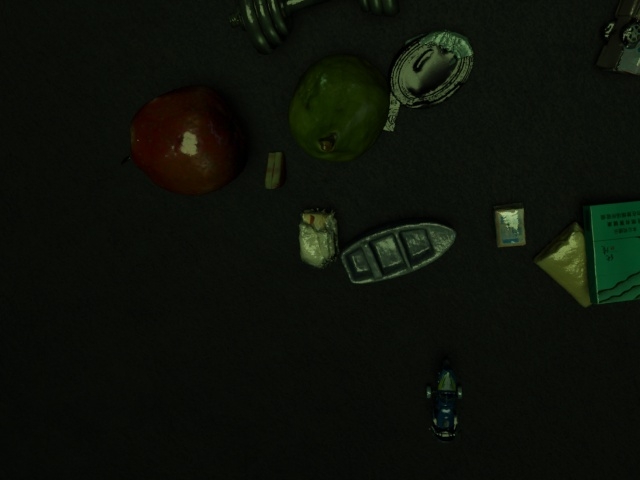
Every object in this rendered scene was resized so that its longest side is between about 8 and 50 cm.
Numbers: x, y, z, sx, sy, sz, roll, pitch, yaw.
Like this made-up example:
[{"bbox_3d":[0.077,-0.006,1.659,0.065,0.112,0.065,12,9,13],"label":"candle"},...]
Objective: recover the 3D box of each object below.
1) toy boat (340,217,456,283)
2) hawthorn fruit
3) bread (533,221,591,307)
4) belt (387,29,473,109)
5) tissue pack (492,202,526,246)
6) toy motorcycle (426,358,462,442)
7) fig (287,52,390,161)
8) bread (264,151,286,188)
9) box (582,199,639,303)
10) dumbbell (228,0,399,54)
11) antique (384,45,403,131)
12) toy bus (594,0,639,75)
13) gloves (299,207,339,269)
[{"bbox_3d":[0.192,0.017,1.527,0.283,0.078,0.127,-19,104,13],"label":"toy boat"},{"bbox_3d":[-0.326,-0.212,1.436,0.301,0.254,0.253,-19,105,16],"label":"hawthorn fruit"},{"bbox_3d":[0.622,0.062,1.492,0.178,0.060,0.139,39,109,-6],"label":"bread"},{"bbox_3d":[0.242,-0.382,1.381,0.199,0.078,0.151,-34,106,11],"label":"belt"},{"bbox_3d":[0.449,-0.036,1.484,0.074,0.058,0.094,-5,107,11],"label":"tissue pack"},{"bbox_3d":[0.322,0.429,1.615,0.092,0.135,0.254,1,109,7],"label":"toy motorcycle"},{"bbox_3d":[0.015,-0.277,1.346,0.233,0.314,0.232,16,120,31],"label":"fig"},{"bbox_3d":[-0.108,-0.159,1.523,0.043,0.108,0.062,-1,152,13],"label":"bread"},{"bbox_3d":[0.691,0.025,1.434,0.161,0.042,0.226,-5,92,-6],"label":"box"},{"bbox_3d":[-0.004,-0.521,1.321,0.407,0.179,0.179,-13,106,13],"label":"dumbbell"},{"bbox_3d":[0.177,-0.346,1.440,0.031,0.015,0.191,13,110,3],"label":"antique"},{"bbox_3d":[0.688,-0.490,1.280,0.138,0.112,0.316,13,111,-8],"label":"toy bus"},{"bbox_3d":[0.001,-0.001,1.546,0.115,0.070,0.153,9,109,23],"label":"gloves"}]
